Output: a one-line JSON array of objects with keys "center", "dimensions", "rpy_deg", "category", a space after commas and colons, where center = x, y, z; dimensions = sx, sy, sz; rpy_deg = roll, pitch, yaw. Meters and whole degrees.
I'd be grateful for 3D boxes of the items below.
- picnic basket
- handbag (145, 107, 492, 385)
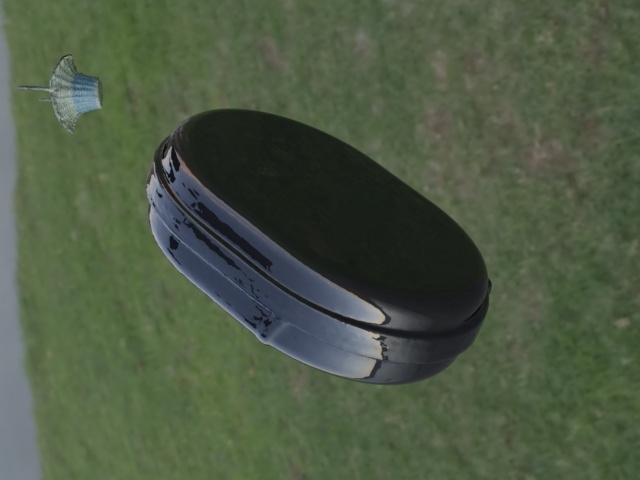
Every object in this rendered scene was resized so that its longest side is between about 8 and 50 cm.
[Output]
[{"center": [-0.269, -0.153, 1.425], "dimensions": [0.065, 0.083, 0.083], "rpy_deg": [17, -110, -85], "category": "picnic basket"}, {"center": [-0.001, 0.001, 1.116], "dimensions": [0.308, 0.254, 0.093], "rpy_deg": [38, 119, 24], "category": "handbag"}]
